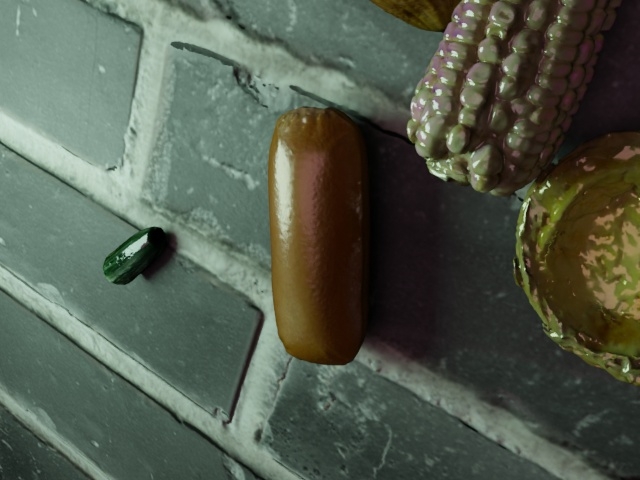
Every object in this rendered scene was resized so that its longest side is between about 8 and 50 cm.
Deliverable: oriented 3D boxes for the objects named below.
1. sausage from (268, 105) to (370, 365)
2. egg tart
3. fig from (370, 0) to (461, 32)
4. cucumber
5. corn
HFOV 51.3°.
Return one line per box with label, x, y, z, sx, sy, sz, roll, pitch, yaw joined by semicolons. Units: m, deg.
sausage;-0.001;0.000;0.685;0.105;0.105;0.274;9;111;28
egg tart;0.263;0.014;0.536;0.213;0.090;0.212;9;108;27
fig;0.097;-0.236;0.563;0.119;0.153;0.119;-33;46;41
cucumber;-0.235;0.016;0.864;0.105;0.048;0.048;-34;87;33
corn;0.172;-0.193;0.499;0.127;0.127;0.335;30;111;19
